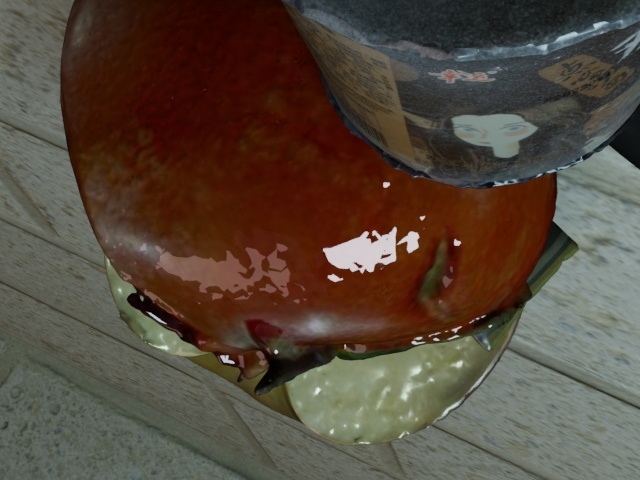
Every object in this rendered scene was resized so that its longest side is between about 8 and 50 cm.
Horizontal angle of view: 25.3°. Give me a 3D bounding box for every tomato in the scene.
[{"bbox_3d":[0.023,-0.071,0.779,0.309,0.309,0.170,40,147,-27],"label":"tomato"}]

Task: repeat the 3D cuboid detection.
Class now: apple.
[{"bbox_3d":[0.000,0.000,1.051,0.293,0.251,0.163,28,-177,-1],"label":"apple"}]

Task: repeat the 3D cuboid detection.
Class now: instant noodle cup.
[{"bbox_3d":[0.069,-0.134,0.591,0.217,0.217,0.207,26,168,14],"label":"instant noodle cup"}]

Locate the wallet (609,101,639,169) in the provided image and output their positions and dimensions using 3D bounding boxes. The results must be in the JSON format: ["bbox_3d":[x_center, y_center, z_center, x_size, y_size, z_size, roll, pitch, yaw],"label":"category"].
[{"bbox_3d":[0.288,0.004,0.790,0.377,0.051,0.197,34,180,-16],"label":"wallet"}]

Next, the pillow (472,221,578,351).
[{"bbox_3d":[0.069,-0.032,0.932,0.203,0.113,0.038,46,149,-1],"label":"pillow"}]
